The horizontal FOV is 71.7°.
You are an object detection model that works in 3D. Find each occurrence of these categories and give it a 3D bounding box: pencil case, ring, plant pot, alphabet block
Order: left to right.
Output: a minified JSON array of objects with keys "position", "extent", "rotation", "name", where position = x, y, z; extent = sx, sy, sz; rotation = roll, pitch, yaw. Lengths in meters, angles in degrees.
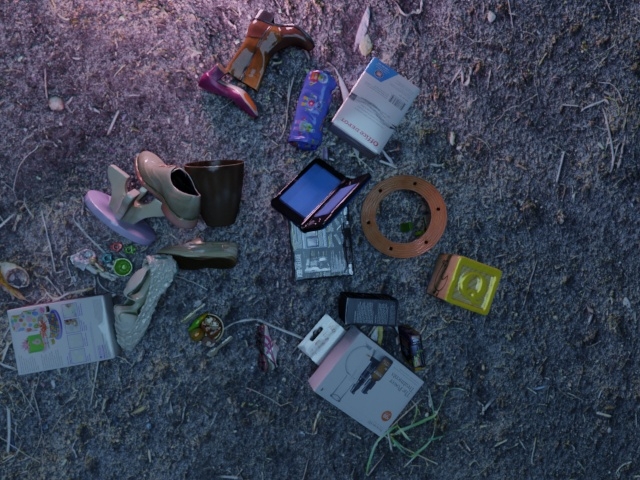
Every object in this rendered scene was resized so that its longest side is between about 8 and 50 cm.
[{"position":[-0.383,-0.173,1.645],"extent":[0.216,0.215,0.230],"rotation":[-4,107,-8],"name":"plant pot"},{"position":[-0.026,-0.500,1.711],"extent":[0.133,0.119,0.305],"rotation":[16,90,11],"name":"pencil case"},{"position":[0.330,-0.095,1.769],"extent":[0.337,0.032,0.336],"rotation":[-2,82,14],"name":"ring"},{"position":[0.568,0.169,1.774],"extent":[0.194,0.197,0.192],"rotation":[18,89,-8],"name":"alphabet block"}]

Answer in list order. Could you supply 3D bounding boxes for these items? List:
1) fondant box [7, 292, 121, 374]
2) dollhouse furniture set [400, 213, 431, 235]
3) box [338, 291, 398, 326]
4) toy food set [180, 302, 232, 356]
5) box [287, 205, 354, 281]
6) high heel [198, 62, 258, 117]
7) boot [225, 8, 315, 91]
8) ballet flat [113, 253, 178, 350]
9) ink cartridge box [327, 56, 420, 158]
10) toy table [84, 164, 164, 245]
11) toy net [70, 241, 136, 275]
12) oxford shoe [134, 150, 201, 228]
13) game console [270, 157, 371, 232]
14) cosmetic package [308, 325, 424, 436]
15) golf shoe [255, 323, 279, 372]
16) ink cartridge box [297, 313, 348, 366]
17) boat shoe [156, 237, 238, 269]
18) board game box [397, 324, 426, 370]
[{"position":[-0.929,0.336,1.622],"extent":[0.331,0.096,0.238],"rotation":[-9,93,-8],"name":"fondant box"},{"position":[0.411,-0.060,1.834],"extent":[0.152,0.059,0.076],"rotation":[-11,85,-27],"name":"dollhouse furniture set"},{"position":[0.185,0.269,1.746],"extent":[0.207,0.153,0.108],"rotation":[4,92,-7],"name":"box"},{"position":[-0.440,0.348,1.717],"extent":[0.132,0.038,0.192],"rotation":[-40,96,-5],"name":"toy food set"},{"position":[0.000,0.000,1.751],"extent":[0.243,0.076,0.307],"rotation":[-6,92,-7],"name":"box"},{"position":[-0.352,-0.547,1.700],"extent":[0.117,0.082,0.244],"rotation":[-36,111,23],"name":"high heel"},{"position":[-0.189,-0.704,1.697],"extent":[0.264,0.096,0.280],"rotation":[26,89,-8],"name":"boot"},{"position":[-0.665,0.216,1.599],"extent":[0.147,0.147,0.408],"rotation":[29,99,-8],"name":"ballet flat"},{"position":[0.204,-0.511,1.738],"extent":[0.223,0.129,0.307],"rotation":[33,87,-8],"name":"ink cartridge box"},{"position":[-0.677,-0.129,1.587],"extent":[0.274,0.252,0.161],"rotation":[37,103,-25],"name":"toy table"},{"position":[-0.816,0.063,1.655],"extent":[0.233,0.045,0.121],"rotation":[6,91,-8],"name":"toy net"},{"position":[-0.527,-0.216,1.566],"extent":[0.397,0.141,0.146],"rotation":[45,121,25],"name":"oxford shoe"},{"position":[-0.001,-0.185,1.640],"extent":[0.173,0.250,0.293],"rotation":[48,69,-15],"name":"game console"},{"position":[0.184,0.555,1.747],"extent":[0.377,0.097,0.284],"rotation":[40,88,-19],"name":"cosmetic package"},{"position":[-0.207,0.418,1.746],"extent":[0.086,0.068,0.185],"rotation":[-7,92,-34],"name":"golf shoe"},{"position":[0.046,0.428,1.784],"extent":[0.225,0.056,0.181],"rotation":[41,86,-3],"name":"ink cartridge box"},{"position":[-0.464,0.045,1.684],"extent":[0.303,0.109,0.098],"rotation":[1,55,3],"name":"boat shoe"},{"position":[0.361,0.424,1.765],"extent":[0.048,0.170,0.140],"rotation":[-10,92,-6],"name":"board game box"}]
